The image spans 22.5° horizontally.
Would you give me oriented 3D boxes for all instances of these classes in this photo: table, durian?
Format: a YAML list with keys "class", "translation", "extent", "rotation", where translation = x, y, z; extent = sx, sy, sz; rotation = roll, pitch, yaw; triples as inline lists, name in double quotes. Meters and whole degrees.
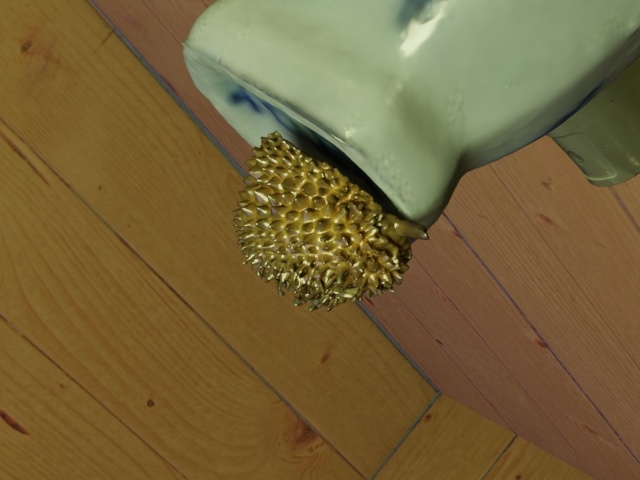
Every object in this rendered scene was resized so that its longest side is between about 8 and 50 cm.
- class: "table"
  translation: [0.219, -0.166, 1.435]
  extent: [0.220, 0.126, 0.126]
  rotation: [43, 168, -21]
- class: "durian"
  translation: [0.001, 0.003, 0.861]
  extent: [0.110, 0.071, 0.140]
  rotation: [45, 163, -33]

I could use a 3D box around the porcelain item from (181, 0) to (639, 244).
- class: "porcelain item"
  translation: [0.111, -0.204, 0.911]
  extent: [0.242, 0.405, 0.178]
  rotation: [33, 167, 30]
